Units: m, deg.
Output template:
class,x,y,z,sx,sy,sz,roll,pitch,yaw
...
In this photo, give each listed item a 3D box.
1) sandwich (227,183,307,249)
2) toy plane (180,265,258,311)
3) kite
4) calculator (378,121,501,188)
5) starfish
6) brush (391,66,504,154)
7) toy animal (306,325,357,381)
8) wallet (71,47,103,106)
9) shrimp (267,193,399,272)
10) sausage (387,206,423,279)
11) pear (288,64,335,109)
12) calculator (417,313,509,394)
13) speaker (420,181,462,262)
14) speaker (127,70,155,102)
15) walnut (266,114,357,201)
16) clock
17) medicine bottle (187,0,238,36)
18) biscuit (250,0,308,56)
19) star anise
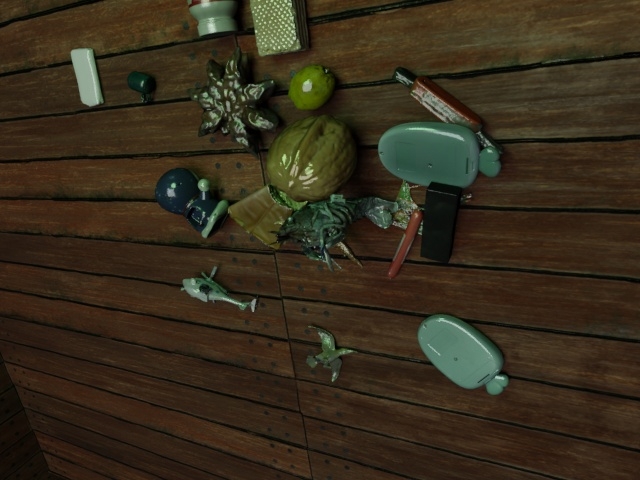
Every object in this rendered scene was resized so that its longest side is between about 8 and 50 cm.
class,x,y,z,sx,sy,sz,roll,pitch,yaw
sandwich,-0.167,-0.111,1.408,0.220,0.108,0.186,32,122,15
toy plane,-0.369,0.201,1.653,0.273,0.107,0.182,36,128,4
kite,0.284,-0.091,1.242,0.244,0.006,0.198,-19,101,33
calculator,0.282,-0.202,1.128,0.299,0.041,0.185,13,141,24
starfish,0.000,0.000,1.329,0.277,0.236,0.062,22,89,-3
brush,0.307,-0.309,1.100,0.323,0.070,0.051,40,124,3
toy animal,0.041,0.389,1.527,0.155,0.095,0.219,-6,110,34
wallet,-0.796,-0.555,1.586,0.095,0.033,0.189,10,115,26
shrimp,0.040,-0.038,1.154,0.166,0.411,0.221,35,126,17
sausage,0.234,0.015,1.292,0.034,0.034,0.253,27,124,15
pear,-0.023,-0.400,1.211,0.131,0.107,0.107,-40,90,23
calculator,0.412,0.333,1.338,0.295,0.042,0.184,40,124,8
speaker,0.308,-0.043,1.195,0.082,0.044,0.218,14,132,23
speaker,-0.567,-0.492,1.489,0.075,0.060,0.094,22,155,17
walnut,-0.021,-0.209,1.198,0.225,0.261,0.224,17,137,16
clock,-0.420,-0.132,1.514,0.243,0.146,0.199,38,128,-1
medicine bottle,-0.291,-0.673,1.212,0.131,0.131,0.250,2,111,27
biscuit,-0.124,-0.688,1.149,0.144,0.078,0.425,4,112,27
star anise,-0.251,-0.379,1.333,0.316,0.108,0.315,6,110,18
